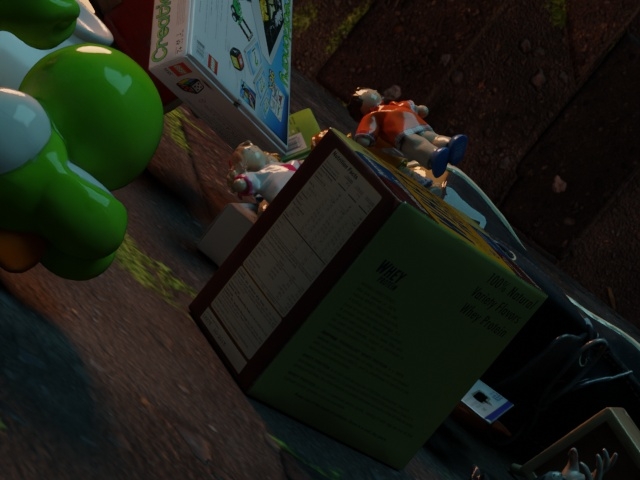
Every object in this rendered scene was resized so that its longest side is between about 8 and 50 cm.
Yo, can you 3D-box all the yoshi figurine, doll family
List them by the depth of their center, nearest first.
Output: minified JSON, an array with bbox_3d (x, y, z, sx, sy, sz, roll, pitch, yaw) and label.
[{"bbox_3d":[-0.258,-0.130,1.238,0.362,0.203,0.203,42,3,2],"label":"yoshi figurine"},{"bbox_3d":[0.010,-0.058,1.715,0.163,0.118,0.263,33,43,32],"label":"doll family"}]

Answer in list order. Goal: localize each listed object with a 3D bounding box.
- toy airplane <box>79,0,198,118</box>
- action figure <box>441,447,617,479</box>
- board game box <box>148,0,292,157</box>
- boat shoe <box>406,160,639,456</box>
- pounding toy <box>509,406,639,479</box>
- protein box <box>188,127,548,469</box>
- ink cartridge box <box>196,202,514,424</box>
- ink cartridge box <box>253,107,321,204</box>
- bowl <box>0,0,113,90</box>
[{"bbox_3d":[-0.262,-0.285,1.892,0.384,0.272,0.386,-103,179,-59],"label":"toy airplane"},{"bbox_3d":[0.221,0.247,1.427,0.275,0.141,0.164,37,10,-31],"label":"action figure"},{"bbox_3d":[-0.099,-0.255,1.820,0.193,0.053,0.305,44,38,-46],"label":"board game box"},{"bbox_3d":[0.226,0.129,1.848,0.500,0.187,0.156,48,23,-15],"label":"boat shoe"},{"bbox_3d":[0.266,0.242,1.708,0.130,0.141,0.100,57,15,18],"label":"pounding toy"},{"bbox_3d":[0.040,0.051,1.457,0.200,0.201,0.136,31,12,-39],"label":"protein box"},{"bbox_3d":[0.037,0.087,1.709,0.332,0.065,0.165,39,9,12],"label":"ink cartridge box"},{"bbox_3d":[0.000,0.000,1.930,0.189,0.097,0.255,-110,178,-73],"label":"ink cartridge box"},{"bbox_3d":[-0.277,-0.167,1.501,0.298,0.134,0.298,37,10,-7],"label":"bowl"}]
